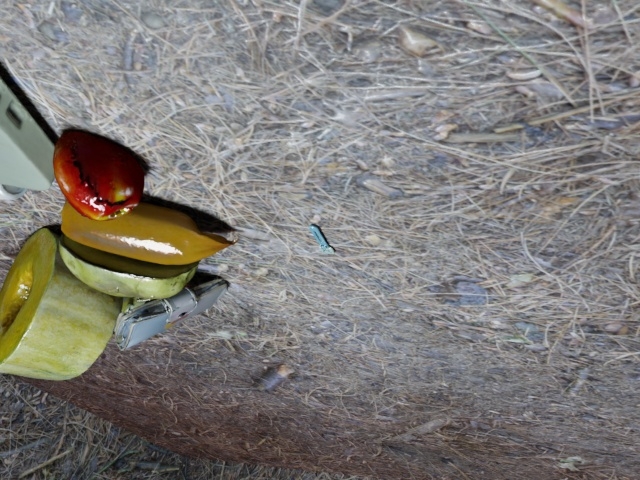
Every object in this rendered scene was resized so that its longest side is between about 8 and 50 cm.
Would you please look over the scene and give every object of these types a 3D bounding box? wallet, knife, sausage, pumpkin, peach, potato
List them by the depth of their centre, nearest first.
[{"bbox_3d":[-0.367,-0.113,1.467,0.172,0.127,0.092,52,156,-10],"label":"peach"},{"bbox_3d":[0.000,0.000,1.532,0.027,0.010,0.096,7,153,24],"label":"knife"},{"bbox_3d":[-0.310,-0.016,1.614,0.328,0.112,0.112,14,155,6],"label":"sausage"},{"bbox_3d":[-0.365,0.054,1.695,0.272,0.160,0.111,14,125,5],"label":"potato"},{"bbox_3d":[-0.316,0.142,1.860,0.069,0.231,0.170,59,148,10],"label":"wallet"},{"bbox_3d":[-0.565,0.155,1.912,0.199,0.332,0.332,27,155,-28],"label":"pumpkin"}]

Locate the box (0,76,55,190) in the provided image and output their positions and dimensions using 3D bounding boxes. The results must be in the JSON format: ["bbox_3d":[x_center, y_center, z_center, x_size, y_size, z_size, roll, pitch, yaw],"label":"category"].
[{"bbox_3d":[-0.642,-0.225,1.435,0.367,0.090,0.373,10,153,17],"label":"box"}]

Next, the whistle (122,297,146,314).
[{"bbox_3d":[-0.413,0.174,2.094,0.123,0.122,0.223,12,170,15],"label":"whistle"}]

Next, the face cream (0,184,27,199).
[{"bbox_3d":[-0.668,-0.120,1.683,0.269,0.082,0.082,5,152,32],"label":"face cream"}]
